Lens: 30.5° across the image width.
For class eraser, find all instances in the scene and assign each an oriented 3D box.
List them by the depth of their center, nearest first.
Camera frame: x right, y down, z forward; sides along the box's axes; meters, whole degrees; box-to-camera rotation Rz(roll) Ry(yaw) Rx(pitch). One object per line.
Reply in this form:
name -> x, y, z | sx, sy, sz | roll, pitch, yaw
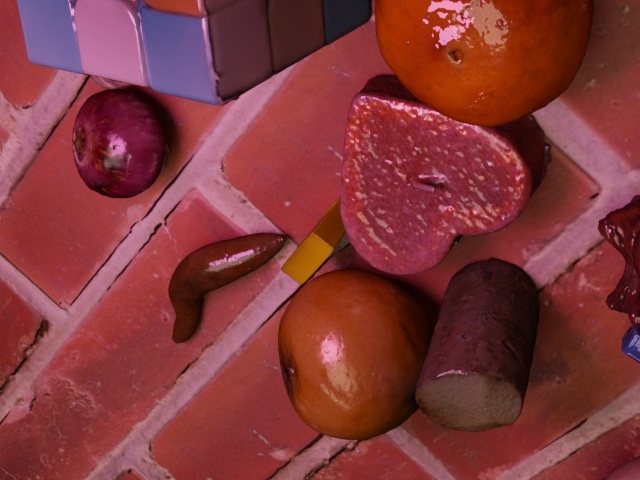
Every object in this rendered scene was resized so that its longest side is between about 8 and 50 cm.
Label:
eraser -> 0.000, 0.000, 1.823 | 0.045, 0.122, 0.097 | 39, 127, -2

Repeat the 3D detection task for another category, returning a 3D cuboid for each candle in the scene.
candle -> 0.148, -0.108, 1.690 | 0.317, 0.131, 0.287 | -28, 101, 34

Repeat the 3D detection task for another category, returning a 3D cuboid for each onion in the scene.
onion -> -0.317, -0.154, 1.863 | 0.153, 0.177, 0.177 | -20, 115, -13

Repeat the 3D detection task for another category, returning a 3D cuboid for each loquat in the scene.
loquat -> 0.049, 0.175, 1.820 | 0.263, 0.263, 0.263 | 12, 122, 19

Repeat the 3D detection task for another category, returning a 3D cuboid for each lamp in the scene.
lamp -> 0.498, 0.030, 1.606 | 0.223, 0.151, 0.215 | -147, 43, -63

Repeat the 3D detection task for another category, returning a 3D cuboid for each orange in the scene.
orange -> 0.205, -0.282, 1.501 | 0.284, 0.226, 0.284 | 15, 126, 22

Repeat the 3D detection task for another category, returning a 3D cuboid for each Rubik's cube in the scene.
Rubik's cube -> -0.168, -0.408, 1.489 | 0.344, 0.347, 0.346 | 16, 124, 31

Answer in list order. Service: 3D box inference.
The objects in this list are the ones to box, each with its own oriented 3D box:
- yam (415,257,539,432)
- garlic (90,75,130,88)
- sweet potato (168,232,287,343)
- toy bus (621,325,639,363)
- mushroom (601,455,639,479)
yam -> 0.236, 0.160, 1.730 | 0.161, 0.268, 0.161 | 8, 128, 11
garlic -> -0.318, -0.307, 1.807 | 0.159, 0.102, 0.147 | 32, 132, 35
sweet potato -> -0.193, 0.070, 1.984 | 0.108, 0.079, 0.346 | 36, 131, -13
toy bus -> 0.515, 0.179, 1.724 | 0.153, 0.061, 0.051 | 34, 121, 6
mushroom -> 0.550, 0.493, 1.744 | 0.362, 0.294, 0.362 | 10, 122, 17
